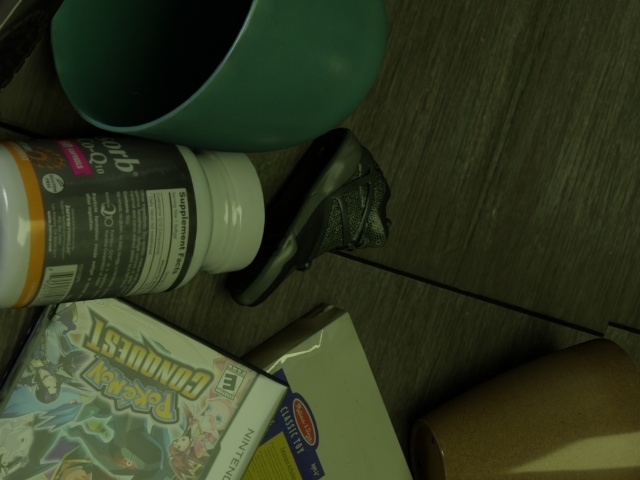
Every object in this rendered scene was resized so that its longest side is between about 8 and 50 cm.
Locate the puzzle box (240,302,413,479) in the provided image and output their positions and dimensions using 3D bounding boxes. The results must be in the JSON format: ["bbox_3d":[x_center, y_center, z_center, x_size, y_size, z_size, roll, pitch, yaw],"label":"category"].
[{"bbox_3d":[-0.018,0.309,1.759,0.272,0.052,0.409,-32,117,-24],"label":"puzzle box"}]

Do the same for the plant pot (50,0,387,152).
[{"bbox_3d":[-0.075,-0.216,1.463,0.235,0.293,0.293,17,91,-46],"label":"plant pot"}]

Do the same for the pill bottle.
[{"bbox_3d":[-0.206,-0.023,1.487,0.278,0.162,0.162,-6,104,-33],"label":"pill bottle"}]

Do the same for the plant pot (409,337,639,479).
[{"bbox_3d":[0.247,0.256,1.841,0.254,0.237,0.237,-9,107,-17],"label":"plant pot"}]

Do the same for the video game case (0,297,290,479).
[{"bbox_3d":[-0.204,0.200,1.572,0.275,0.035,0.248,29,84,-18],"label":"video game case"}]

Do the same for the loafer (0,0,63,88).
[{"bbox_3d":[-0.304,-0.242,1.382,0.130,0.134,0.366,40,90,2],"label":"loafer"}]

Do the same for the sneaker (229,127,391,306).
[{"bbox_3d":[0.000,0.000,1.676,0.130,0.087,0.227,44,71,-27],"label":"sneaker"}]
